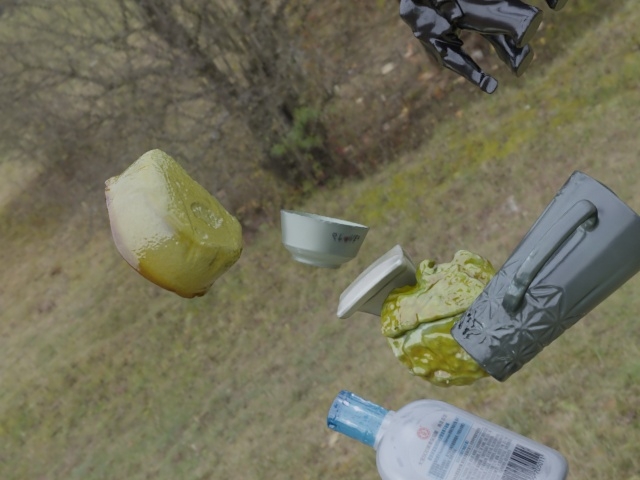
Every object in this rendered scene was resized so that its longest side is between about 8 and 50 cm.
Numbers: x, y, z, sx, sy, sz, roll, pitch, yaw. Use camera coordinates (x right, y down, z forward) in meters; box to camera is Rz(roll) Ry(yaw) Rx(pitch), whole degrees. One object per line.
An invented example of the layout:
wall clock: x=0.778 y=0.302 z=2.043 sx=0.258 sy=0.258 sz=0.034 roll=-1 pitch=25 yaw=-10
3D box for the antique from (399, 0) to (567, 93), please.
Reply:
antique: x=0.297 y=-0.451 z=1.659 sx=0.185 sy=0.255 sz=0.322 roll=-25 pitch=-36 yaw=-62

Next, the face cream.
face cream: x=0.168 y=0.304 z=1.310 sx=0.336 sy=0.080 sz=0.163 roll=21 pitch=52 yaw=19

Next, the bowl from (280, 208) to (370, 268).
bowl: x=0.000 y=0.000 z=2.144 sx=0.211 sy=0.211 sz=0.112 roll=21 pitch=100 yaw=56

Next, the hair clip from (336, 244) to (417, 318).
hair clip: x=0.135 y=0.090 z=1.919 sx=0.172 sy=0.282 sz=0.113 roll=-43 pitch=59 yaw=14

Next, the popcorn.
popcorn: x=0.253 y=0.158 z=1.824 sx=0.282 sy=0.282 sz=0.247 roll=-17 pitch=31 yaw=29

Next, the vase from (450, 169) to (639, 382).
vase: x=0.307 y=0.048 z=1.241 sx=0.301 sy=0.251 sz=0.156 roll=-47 pitch=63 yaw=6

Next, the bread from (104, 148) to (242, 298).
bread: x=-0.156 y=-0.012 z=0.951 sx=0.086 sy=0.156 sz=0.125 roll=-39 pitch=13 yaw=22
